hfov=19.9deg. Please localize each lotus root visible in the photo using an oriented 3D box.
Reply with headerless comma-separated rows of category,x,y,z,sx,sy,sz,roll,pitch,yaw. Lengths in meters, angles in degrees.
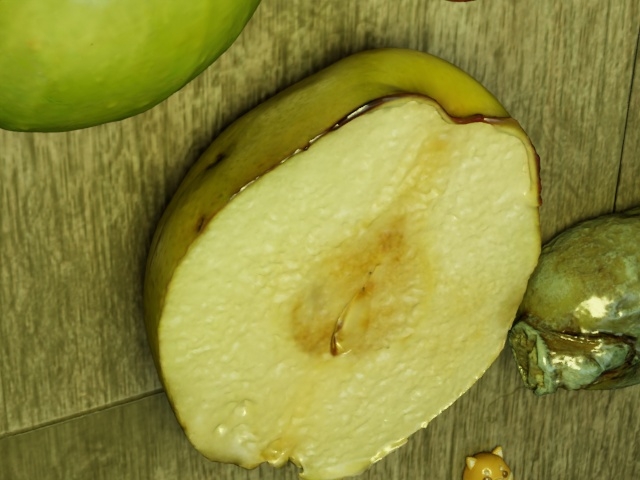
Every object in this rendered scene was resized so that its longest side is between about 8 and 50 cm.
lotus root,0.334,0.044,1.824,0.349,0.175,0.175,-18,131,-25

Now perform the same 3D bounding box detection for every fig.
fig,-0.186,-0.207,1.237,0.316,0.316,0.316,-17,130,-20

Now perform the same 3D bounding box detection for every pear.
pear,0.000,0.000,1.555,0.340,0.191,0.386,14,115,-34

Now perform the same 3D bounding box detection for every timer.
timer,0.187,0.297,1.967,0.132,0.132,0.152,-17,108,-20
